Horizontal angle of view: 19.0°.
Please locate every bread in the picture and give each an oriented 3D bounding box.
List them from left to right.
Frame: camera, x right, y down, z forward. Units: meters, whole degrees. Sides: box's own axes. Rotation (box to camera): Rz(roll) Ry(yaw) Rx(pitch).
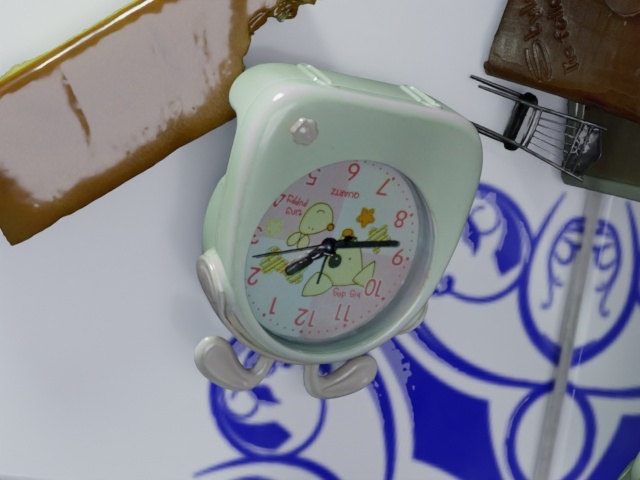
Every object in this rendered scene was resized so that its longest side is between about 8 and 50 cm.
[{"bbox_3d":[-0.099,-0.091,1.078,0.226,0.049,0.088,-30,106,-7],"label":"bread"}]

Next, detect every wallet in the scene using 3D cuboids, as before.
[{"bbox_3d":[0.171,-0.115,1.078,0.026,0.176,0.095,8,103,-46],"label":"wallet"}]

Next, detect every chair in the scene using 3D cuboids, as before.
[{"bbox_3d":[0.123,-0.068,1.137,0.086,0.042,0.037,22,98,-7],"label":"chair"}]

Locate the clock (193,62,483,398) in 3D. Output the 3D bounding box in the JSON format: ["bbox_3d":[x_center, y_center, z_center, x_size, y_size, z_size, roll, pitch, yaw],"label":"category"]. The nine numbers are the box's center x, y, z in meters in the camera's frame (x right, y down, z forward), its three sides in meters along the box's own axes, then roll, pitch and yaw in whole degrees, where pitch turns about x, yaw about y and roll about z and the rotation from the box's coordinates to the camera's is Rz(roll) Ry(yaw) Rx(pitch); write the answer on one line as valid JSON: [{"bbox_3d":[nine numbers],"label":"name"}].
[{"bbox_3d":[0.000,0.000,1.095,0.151,0.062,0.191,9,108,-30],"label":"clock"}]

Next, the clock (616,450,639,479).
[{"bbox_3d":[0.316,0.059,1.105,0.108,0.265,0.324,43,82,8],"label":"clock"}]

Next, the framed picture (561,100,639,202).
[{"bbox_3d":[0.225,-0.156,1.063,0.020,0.211,0.290,-1,102,-37],"label":"framed picture"}]
